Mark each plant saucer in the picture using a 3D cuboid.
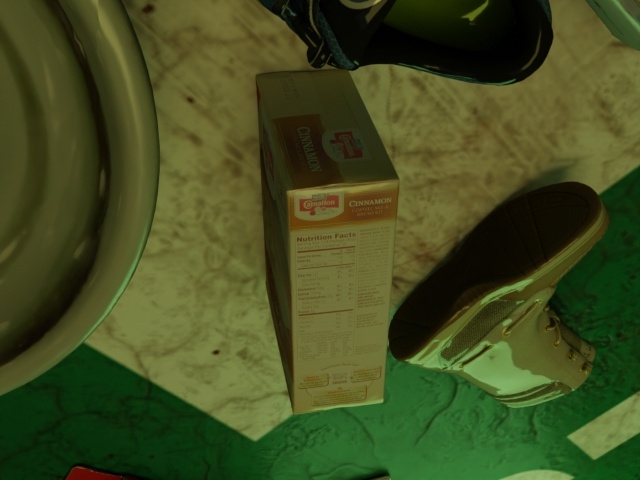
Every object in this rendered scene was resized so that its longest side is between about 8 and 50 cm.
[{"bbox_3d":[-0.288,-0.073,0.451,0.400,0.101,0.401,-3,123,-4],"label":"plant saucer"}]

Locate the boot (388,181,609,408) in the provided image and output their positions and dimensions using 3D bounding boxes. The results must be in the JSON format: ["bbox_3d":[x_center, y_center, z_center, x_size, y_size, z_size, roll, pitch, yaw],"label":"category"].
[{"bbox_3d":[0.183,0.056,0.688,0.165,0.077,0.213,29,122,-29],"label":"boot"}]

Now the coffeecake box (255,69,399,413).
[{"bbox_3d":[0.000,0.000,0.560,0.068,0.142,0.186,-6,128,-8],"label":"coffeecake box"}]

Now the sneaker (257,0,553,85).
[{"bbox_3d":[-0.003,-0.175,0.420,0.329,0.147,0.130,18,121,-24],"label":"sneaker"}]

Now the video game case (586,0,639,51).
[{"bbox_3d":[0.197,-0.273,0.417,0.244,0.061,0.269,35,103,-31],"label":"video game case"}]

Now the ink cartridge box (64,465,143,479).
[{"bbox_3d":[-0.161,0.316,0.804,0.231,0.078,0.134,25,115,-24],"label":"ink cartridge box"}]

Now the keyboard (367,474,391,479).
[{"bbox_3d":[-0.044,0.303,0.874,0.255,0.014,0.072,-15,124,-1],"label":"keyboard"}]
